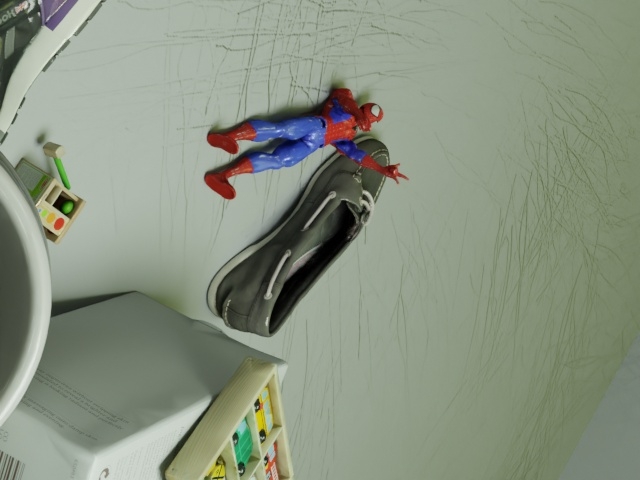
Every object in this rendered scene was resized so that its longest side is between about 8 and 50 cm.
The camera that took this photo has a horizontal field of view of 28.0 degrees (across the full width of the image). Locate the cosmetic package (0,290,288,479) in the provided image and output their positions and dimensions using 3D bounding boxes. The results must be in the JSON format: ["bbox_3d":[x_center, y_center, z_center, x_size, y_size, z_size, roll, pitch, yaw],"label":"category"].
[{"bbox_3d":[-0.220,0.184,1.295,0.385,0.217,0.156,-13,124,-64],"label":"cosmetic package"}]

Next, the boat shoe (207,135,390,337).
[{"bbox_3d":[0.000,0.000,1.640,0.335,0.095,0.112,-45,144,-24],"label":"boat shoe"}]

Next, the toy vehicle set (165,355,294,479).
[{"bbox_3d":[-0.084,0.269,1.320,0.166,0.035,0.267,-55,150,-41],"label":"toy vehicle set"}]

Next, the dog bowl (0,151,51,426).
[{"bbox_3d":[-0.371,0.043,0.996,0.348,0.102,0.349,-1,93,-25],"label":"dog bowl"}]

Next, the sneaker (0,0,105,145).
[{"bbox_3d":[-0.310,-0.171,1.111,0.124,0.107,0.283,43,73,-41],"label":"sneaker"}]

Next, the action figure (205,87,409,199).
[{"bbox_3d":[0.008,-0.112,1.541,0.280,0.139,0.091,-28,135,-45],"label":"action figure"}]

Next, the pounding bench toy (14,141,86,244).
[{"bbox_3d":[-0.268,-0.049,1.275,0.083,0.052,0.065,-57,147,-8],"label":"pounding bench toy"}]
